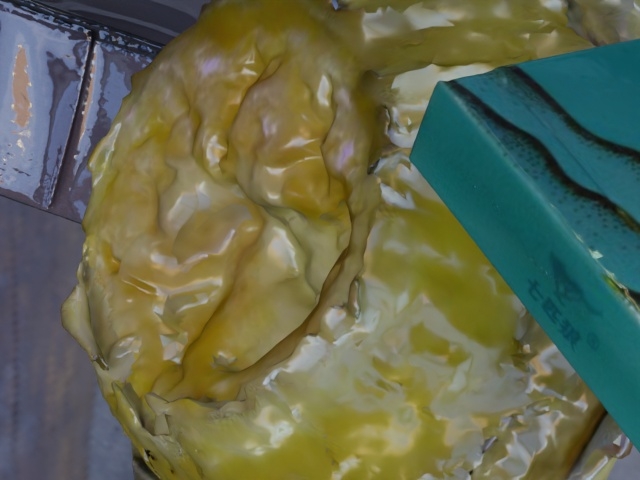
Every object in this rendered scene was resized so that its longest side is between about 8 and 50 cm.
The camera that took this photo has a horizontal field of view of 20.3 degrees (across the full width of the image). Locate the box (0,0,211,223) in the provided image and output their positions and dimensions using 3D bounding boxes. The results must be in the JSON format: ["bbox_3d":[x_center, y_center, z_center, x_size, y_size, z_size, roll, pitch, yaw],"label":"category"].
[{"bbox_3d":[-0.156,-0.114,1.354,0.188,0.252,0.153,18,106,0],"label":"box"}]

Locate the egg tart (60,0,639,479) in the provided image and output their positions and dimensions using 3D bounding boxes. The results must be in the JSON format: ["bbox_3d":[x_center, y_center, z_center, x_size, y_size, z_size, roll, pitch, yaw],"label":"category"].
[{"bbox_3d":[0.000,0.000,0.690,0.120,0.315,0.315,22,94,-41],"label":"egg tart"}]

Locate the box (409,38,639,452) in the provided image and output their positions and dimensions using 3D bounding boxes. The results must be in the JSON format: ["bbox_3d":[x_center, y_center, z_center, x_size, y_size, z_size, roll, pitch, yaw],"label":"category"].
[{"bbox_3d":[0.162,-0.007,0.556,0.226,0.161,0.042,-15,141,-31],"label":"box"}]
